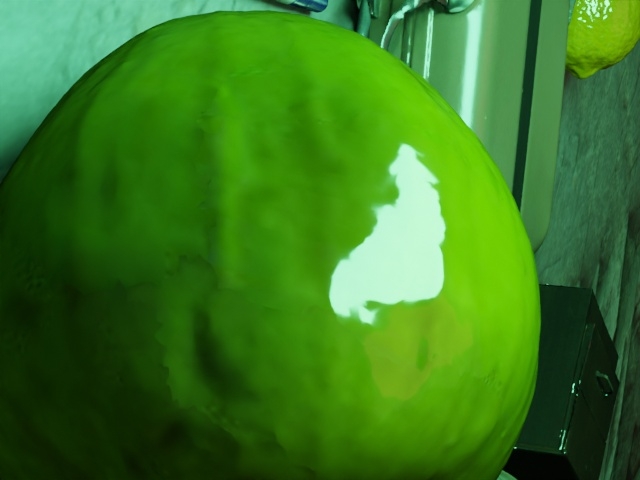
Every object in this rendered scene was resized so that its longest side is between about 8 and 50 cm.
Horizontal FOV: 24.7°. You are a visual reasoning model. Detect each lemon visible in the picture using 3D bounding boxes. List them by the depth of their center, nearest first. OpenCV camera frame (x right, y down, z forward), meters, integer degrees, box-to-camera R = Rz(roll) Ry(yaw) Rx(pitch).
[{"bbox_3d":[0.329,-0.290,1.790,0.142,0.142,0.187,29,62,-63],"label":"lemon"}]

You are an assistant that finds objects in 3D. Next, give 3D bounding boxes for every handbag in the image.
[{"bbox_3d":[0.112,-0.137,1.321,0.283,0.149,0.301,15,82,-56],"label":"handbag"}]

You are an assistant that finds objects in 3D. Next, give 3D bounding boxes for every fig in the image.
[{"bbox_3d":[-0.036,0.023,0.823,0.343,0.343,0.343,4,90,-66],"label":"fig"}]

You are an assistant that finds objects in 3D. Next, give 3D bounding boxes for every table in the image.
[{"bbox_3d":[0.228,0.168,1.594,0.169,0.172,0.193,57,44,-53],"label":"table"}]

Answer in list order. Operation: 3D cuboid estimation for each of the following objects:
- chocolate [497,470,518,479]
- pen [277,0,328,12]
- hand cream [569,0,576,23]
[{"bbox_3d":[0.095,0.292,1.132,0.213,0.303,0.303,66,37,-47],"label":"chocolate"},{"bbox_3d":[-0.042,-0.200,1.125,0.204,0.025,0.025,1,92,-66],"label":"pen"},{"bbox_3d":[0.227,-0.275,1.481,0.075,0.052,0.247,7,94,-30],"label":"hand cream"}]
